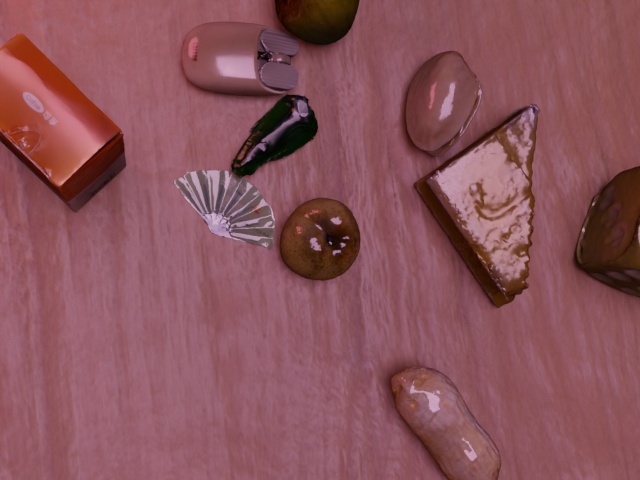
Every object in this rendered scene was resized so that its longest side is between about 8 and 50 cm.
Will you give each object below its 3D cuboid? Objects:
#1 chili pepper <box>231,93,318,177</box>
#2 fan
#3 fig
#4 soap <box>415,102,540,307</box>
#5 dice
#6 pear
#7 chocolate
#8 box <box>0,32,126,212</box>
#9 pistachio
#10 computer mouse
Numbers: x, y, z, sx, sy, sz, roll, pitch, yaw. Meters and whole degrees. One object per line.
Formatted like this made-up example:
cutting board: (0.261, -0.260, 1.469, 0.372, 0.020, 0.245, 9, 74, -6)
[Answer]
chili pepper: (-0.094, -0.204, 1.571, 0.216, 0.062, 0.108, -45, 96, -10)
fan: (-0.186, -0.071, 1.566, 0.240, 0.009, 0.131, 34, 77, -8)
fig: (-0.002, -0.484, 1.552, 0.181, 0.191, 0.181, -9, 58, 16)
soap: (0.417, -0.070, 1.625, 0.304, 0.169, 0.338, -34, 94, -3)
dice: (0.715, -0.008, 1.651, 0.227, 0.238, 0.233, 26, 81, -9)
pear: (0.000, 0.000, 1.536, 0.167, 0.136, 0.167, -5, 101, -24)
chocolate: (0.259, 0.379, 1.575, 0.134, 0.134, 0.309, -40, 97, -13)
box: (-0.466, -0.188, 1.338, 0.225, 0.341, 0.143, 45, 77, -6)
pistachio: (0.259, -0.291, 1.630, 0.152, 0.126, 0.223, 10, 88, 22)
computer mouse: (-0.160, -0.367, 1.557, 0.237, 0.082, 0.145, 4, 84, -12)
